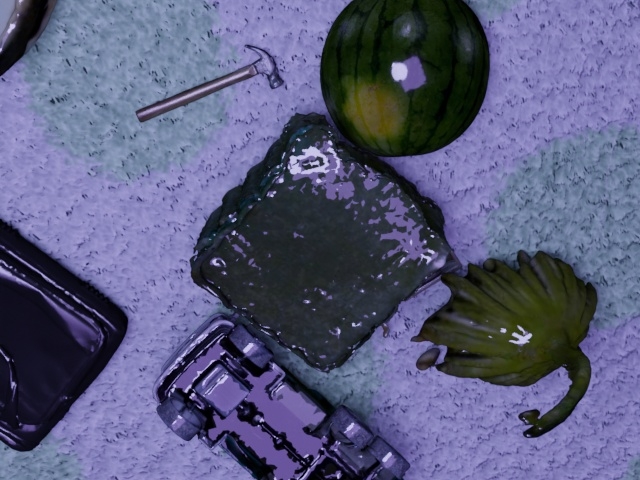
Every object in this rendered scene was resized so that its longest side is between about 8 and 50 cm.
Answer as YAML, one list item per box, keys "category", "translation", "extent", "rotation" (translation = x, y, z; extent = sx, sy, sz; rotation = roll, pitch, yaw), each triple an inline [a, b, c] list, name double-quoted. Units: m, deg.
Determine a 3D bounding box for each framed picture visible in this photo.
- category: "framed picture"
  translation: [0.131, 0.031, 1.445]
  extent: [0.089, 0.006, 0.066]
  rotation: [-31, 105, 4]

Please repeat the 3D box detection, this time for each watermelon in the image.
- category: "watermelon"
  translation: [0.105, -0.208, 1.317]
  extent: [0.204, 0.127, 0.232]
  rotation: [14, 98, -5]

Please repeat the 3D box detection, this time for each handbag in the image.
- category: "handbag"
  translation: [-0.407, 0.114, 1.387]
  extent: [0.275, 0.088, 0.244]
  rotation: [37, 103, -14]

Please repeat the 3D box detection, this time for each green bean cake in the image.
- category: "green bean cake"
  translation: [0.000, 0.000, 1.342]
  extent: [0.241, 0.132, 0.255]
  rotation: [37, 110, -12]

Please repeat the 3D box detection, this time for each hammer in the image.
- category: "hammer"
  translation: [-0.140, -0.186, 1.358]
  extent: [0.182, 0.017, 0.062]
  rotation: [-21, 106, 2]

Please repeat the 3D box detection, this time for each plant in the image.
- category: "plant"
  translation: [0.272, 0.150, 1.336]
  extent: [0.251, 0.333, 0.180]
  rotation: [-20, 121, -12]

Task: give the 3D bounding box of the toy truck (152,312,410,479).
- category: "toy truck"
  translation: [-0.046, 0.249, 1.400]
  extent: [0.363, 0.178, 0.176]
  rotation: [44, 88, -14]

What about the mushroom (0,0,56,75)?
- category: "mushroom"
  translation: [-0.398, -0.340, 1.245]
  extent: [0.248, 0.130, 0.344]
  rotation: [3, 104, 11]

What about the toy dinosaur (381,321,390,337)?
- category: "toy dinosaur"
  translation: [0.081, 0.077, 1.434]
  extent: [0.058, 0.037, 0.180]
  rotation: [32, 100, 8]
